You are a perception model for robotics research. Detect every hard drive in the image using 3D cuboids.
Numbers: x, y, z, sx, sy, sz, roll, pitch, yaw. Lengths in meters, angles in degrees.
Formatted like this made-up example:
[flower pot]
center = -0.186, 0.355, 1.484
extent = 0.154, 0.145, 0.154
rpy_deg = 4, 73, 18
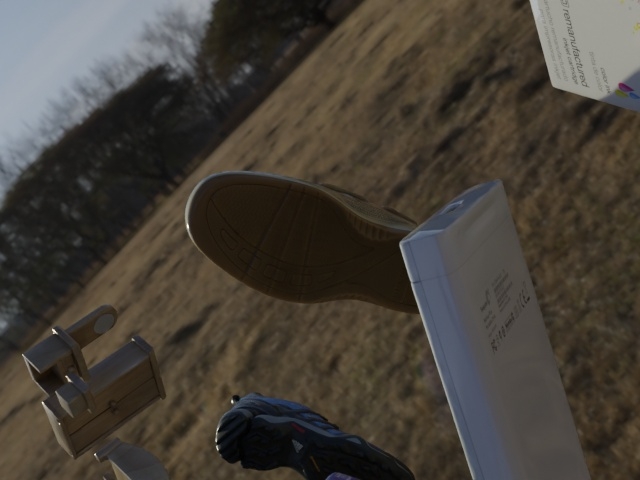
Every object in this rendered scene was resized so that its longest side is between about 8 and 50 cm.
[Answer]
[hard drive]
center = 0.172, 0.137, 0.923
extent = 0.047, 0.353, 0.233
rpy_deg = -15, 8, 25

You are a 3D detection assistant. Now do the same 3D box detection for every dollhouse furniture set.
[dollhouse furniture set]
center = -0.215, 0.292, 1.429
extent = 0.174, 0.355, 0.303
rpy_deg = -36, -40, -28

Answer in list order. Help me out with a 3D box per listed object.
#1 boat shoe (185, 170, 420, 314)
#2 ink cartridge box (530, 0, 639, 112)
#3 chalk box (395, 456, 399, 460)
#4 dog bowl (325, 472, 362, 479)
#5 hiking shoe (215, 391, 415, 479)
[boat shoe]
center = 0.000, 0.000, 1.094
extent = 0.110, 0.341, 0.121
rpy_deg = 40, 109, 56
[ink cartridge box]
center = 0.296, -0.197, 0.790
extent = 0.117, 0.201, 0.278
rpy_deg = -39, 38, -18
[chalk box]
center = 0.080, 0.499, 1.736
extent = 0.180, 0.289, 0.179
rpy_deg = -19, -29, -21
[dog bowl]
center = 0.014, 0.356, 0.950
extent = 0.265, 0.104, 0.264
rpy_deg = 19, -90, -79
[hiking shoe]
center = 0.004, 0.296, 1.491
extent = 0.132, 0.304, 0.113
rpy_deg = -62, -4, -69
